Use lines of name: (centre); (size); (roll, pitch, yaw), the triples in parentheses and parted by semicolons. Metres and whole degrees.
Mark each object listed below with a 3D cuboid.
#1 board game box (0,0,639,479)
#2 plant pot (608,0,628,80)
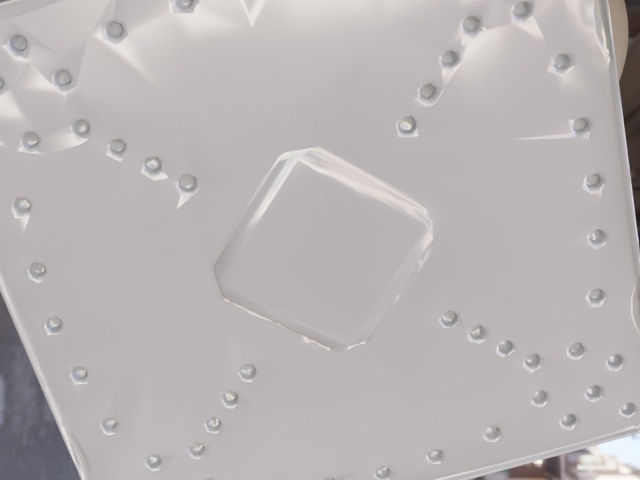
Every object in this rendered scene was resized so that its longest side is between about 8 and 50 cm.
board game box: (0.000, 0.000, 0.648); (0.050, 0.390, 0.389); (-104, 179, -66)
plant pot: (0.298, -0.279, 1.367); (0.191, 0.284, 0.284); (-40, 151, -26)
